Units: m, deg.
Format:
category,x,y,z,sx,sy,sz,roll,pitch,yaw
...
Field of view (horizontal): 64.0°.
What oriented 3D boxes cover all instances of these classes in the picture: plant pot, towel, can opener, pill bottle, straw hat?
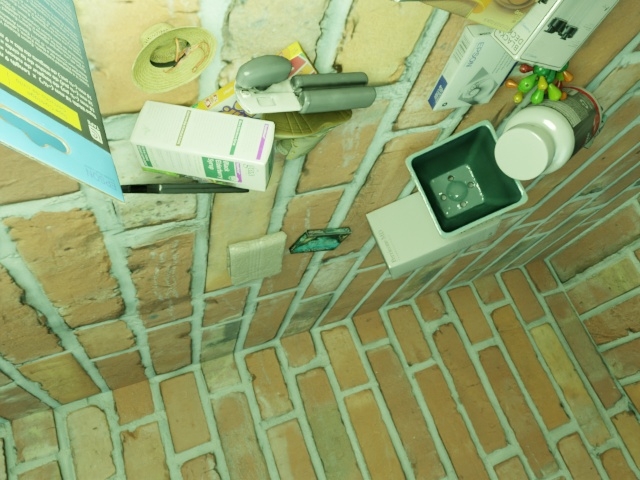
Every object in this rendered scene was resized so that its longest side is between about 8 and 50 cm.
category,x,y,z,sx,sy,sz,roll,pitch,yaw
plant pot,0.405,-0.159,1.484,0.247,0.247,0.252,-25,175,8
towel,-0.208,0.060,1.659,0.187,0.049,0.282,-16,157,-17
can opener,-0.017,-0.279,0.915,0.283,0.076,0.095,-13,157,-28
pill bottle,0.577,-0.272,1.309,0.318,0.176,0.176,-33,169,-37
straw hat,-0.235,-0.294,0.779,0.144,0.061,0.144,-33,171,-6

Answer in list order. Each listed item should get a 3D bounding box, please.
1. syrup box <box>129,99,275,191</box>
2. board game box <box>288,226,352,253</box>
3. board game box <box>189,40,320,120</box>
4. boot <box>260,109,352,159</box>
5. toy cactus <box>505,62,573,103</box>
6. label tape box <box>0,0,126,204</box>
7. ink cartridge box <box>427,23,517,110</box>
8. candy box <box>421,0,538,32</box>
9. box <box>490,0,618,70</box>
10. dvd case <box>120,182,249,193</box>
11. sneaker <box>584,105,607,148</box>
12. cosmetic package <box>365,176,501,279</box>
category,x,y,z,sx,sy,sz,roll,pitch,yaw
syrup box,-0.204,-0.168,0.924,0.236,0.096,0.093,11,155,0
board game box,0.000,0.000,1.740,0.186,0.026,0.126,-5,154,-36
board game box,-0.127,-0.269,0.981,0.259,0.039,0.124,-25,159,14
boot,-0.056,-0.220,1.051,0.213,0.077,0.165,-22,175,-36
toy cactus,0.533,-0.410,1.197,0.219,0.112,0.181,-13,134,-32
label tape box,-0.354,-0.191,0.535,0.105,0.334,0.240,-26,158,11
ink cartridge box,0.379,-0.391,1.150,0.224,0.045,0.223,-15,157,-18
candy box,0.259,-0.459,0.816,0.316,0.088,0.183,-2,150,-38
box,0.472,-0.467,0.942,0.169,0.087,0.290,-6,144,-35
dvd case,-0.283,-0.106,1.045,0.180,0.022,0.253,-6,-172,-36
sneaker,0.771,-0.368,1.539,0.283,0.110,0.122,-1,133,-47
cosmetic package,0.369,-0.051,1.720,0.385,0.217,0.156,-25,159,1
